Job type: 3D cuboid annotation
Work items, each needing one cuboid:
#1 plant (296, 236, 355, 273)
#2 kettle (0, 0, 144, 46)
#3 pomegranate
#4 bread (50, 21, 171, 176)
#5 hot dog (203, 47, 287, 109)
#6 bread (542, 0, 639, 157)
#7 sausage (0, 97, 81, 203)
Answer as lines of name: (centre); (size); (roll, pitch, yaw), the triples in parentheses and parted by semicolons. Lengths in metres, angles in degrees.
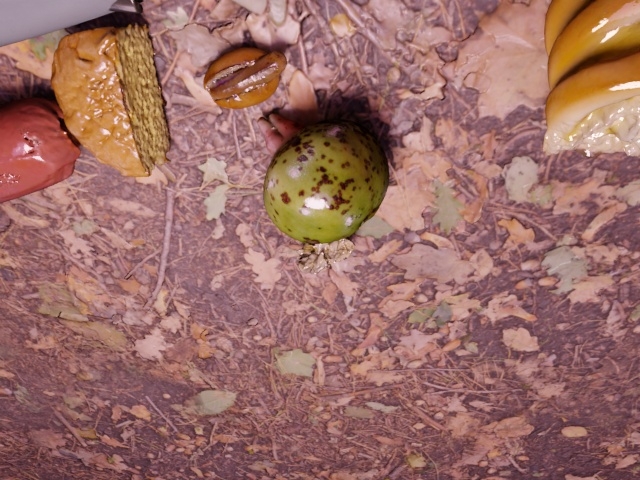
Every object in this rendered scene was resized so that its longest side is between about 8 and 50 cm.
plant: (0.000, 0.000, 0.901); (0.117, 0.104, 0.121); (-23, 99, -5)
kettle: (-0.353, -0.384, 0.617); (0.243, 0.160, 0.210); (-10, 98, 3)
pomegranate: (-0.012, -0.115, 0.765); (0.248, 0.214, 0.214); (47, 125, 15)
bread: (-0.320, -0.216, 0.736); (0.140, 0.143, 0.228); (8, 125, 12)
hot dog: (-0.113, -0.249, 0.735); (0.140, 0.060, 0.089); (-13, 130, 9)
bread: (0.437, -0.238, 0.572); (0.316, 0.211, 0.270); (6, 90, 25)
sausage: (-0.529, -0.142, 0.793); (0.280, 0.152, 0.152); (-14, 125, 11)
